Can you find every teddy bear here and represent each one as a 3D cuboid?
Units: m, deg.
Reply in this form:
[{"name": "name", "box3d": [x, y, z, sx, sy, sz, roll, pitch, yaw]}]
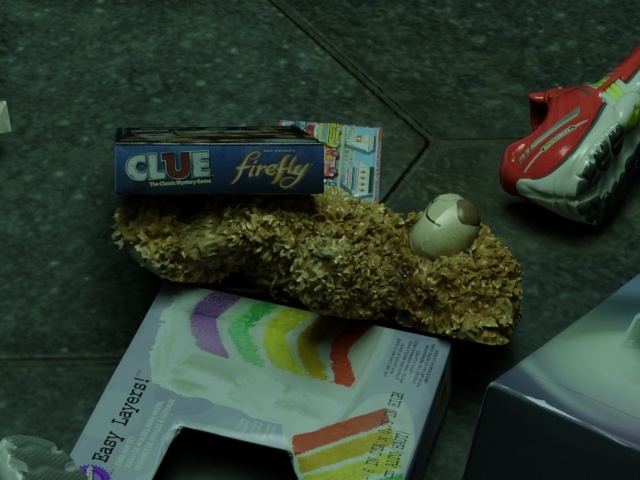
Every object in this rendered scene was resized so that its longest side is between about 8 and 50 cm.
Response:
[{"name": "teddy bear", "box3d": [0.000, 0.000, 1.556, 0.338, 0.113, 0.245, 11, 3, 25]}]

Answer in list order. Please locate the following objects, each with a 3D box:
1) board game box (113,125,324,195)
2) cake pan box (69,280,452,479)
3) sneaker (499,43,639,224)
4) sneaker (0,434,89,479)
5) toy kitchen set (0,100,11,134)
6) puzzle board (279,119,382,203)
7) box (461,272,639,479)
[{"name": "board game box", "box3d": [-0.090, -0.069, 1.605, 0.165, 0.042, 0.243, -1, 6, -6]}, {"name": "cake pan box", "box3d": [-0.049, 0.157, 1.444, 0.246, 0.070, 0.267, 11, 41, 14]}, {"name": "sneaker", "box3d": [0.252, -0.122, 1.759, 0.118, 0.107, 0.279, 15, 39, 29]}, {"name": "sneaker", "box3d": [-0.165, 0.271, 1.297, 0.105, 0.115, 0.281, 14, 37, -51]}, {"name": "toy kitchen set", "box3d": [-0.320, -0.104, 1.766, 0.068, 0.075, 0.083, -10, 82, -9]}, {"name": "puzzle board", "box3d": [0.006, -0.069, 1.752, 0.096, 0.011, 0.128, 3, 41, 2]}, {"name": "box", "box3d": [0.283, 0.175, 1.285, 0.296, 0.182, 0.294, 23, 27, 24]}]
